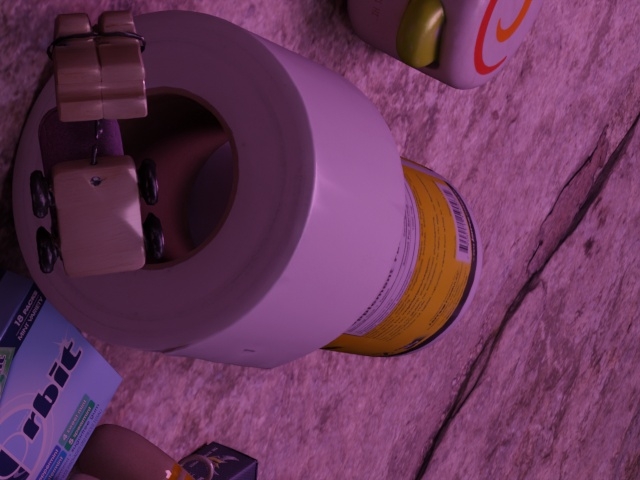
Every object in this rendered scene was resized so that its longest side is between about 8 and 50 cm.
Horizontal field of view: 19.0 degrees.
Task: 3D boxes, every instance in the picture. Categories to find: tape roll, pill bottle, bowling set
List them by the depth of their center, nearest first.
[{"bbox_3d":[-0.080,-0.034,1.409,0.169,0.246,0.246,17,92,-64],"label":"tape roll"},{"bbox_3d":[-0.162,0.282,1.496,0.287,0.154,0.200,-62,-175,-14],"label":"bowling set"},{"bbox_3d":[0.000,0.000,1.655,0.334,0.188,0.188,16,94,-64],"label":"pill bottle"}]

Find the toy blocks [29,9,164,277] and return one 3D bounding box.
[{"bbox_3d":[-0.256,-0.139,0.991,0.260,0.309,0.288,-115,-160,-64],"label":"toy blocks"}]

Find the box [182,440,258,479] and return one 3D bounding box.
[{"bbox_3d":[-0.147,0.311,1.734,0.233,0.059,0.183,-31,133,-52],"label":"box"}]

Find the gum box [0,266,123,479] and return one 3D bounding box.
[{"bbox_3d":[-0.234,0.129,1.454,0.157,0.041,0.184,-61,152,-18],"label":"gum box"}]

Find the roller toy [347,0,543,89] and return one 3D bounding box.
[{"bbox_3d":[0.119,-0.249,1.760,0.191,0.146,0.209,-63,161,6],"label":"roller toy"}]
